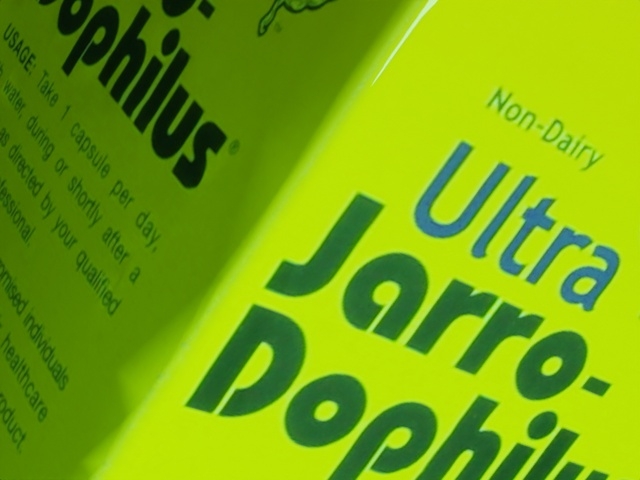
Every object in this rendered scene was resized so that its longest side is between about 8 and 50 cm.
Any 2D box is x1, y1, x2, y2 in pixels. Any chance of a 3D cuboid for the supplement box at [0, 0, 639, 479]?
[{"bbox_3d":[0.000,0.000,0.498,0.194,0.195,0.356,23,107,-39],"label":"supplement box"}]
